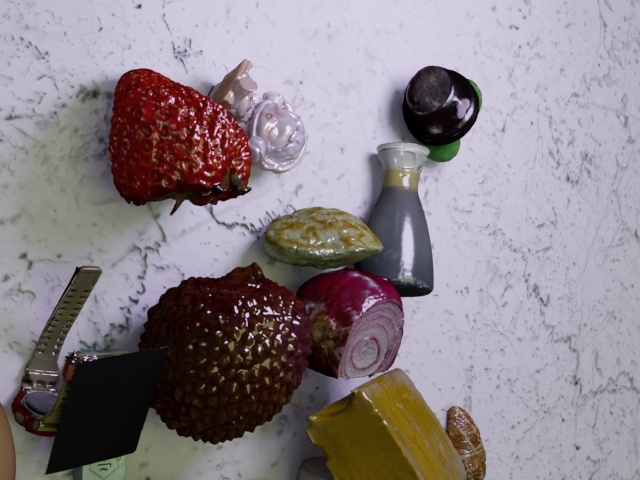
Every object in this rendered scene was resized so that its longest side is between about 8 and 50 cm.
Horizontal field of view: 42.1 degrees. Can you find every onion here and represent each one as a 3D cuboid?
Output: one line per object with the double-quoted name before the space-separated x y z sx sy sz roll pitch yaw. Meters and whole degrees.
"onion" 0.038 0.153 1.653 0.216 0.207 0.206 12 96 -58

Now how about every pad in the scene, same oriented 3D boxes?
"pad" -0.340 0.272 1.329 0.164 0.004 0.243 -4 127 -42

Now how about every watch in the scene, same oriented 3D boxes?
"watch" -0.406 0.187 1.330 0.102 0.165 0.268 14 118 -37

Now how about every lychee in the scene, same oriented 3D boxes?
"lychee" -0.162 0.195 1.467 0.306 0.306 0.330 6 99 -37

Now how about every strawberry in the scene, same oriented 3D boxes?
"strawberry" -0.247 -0.174 1.437 0.261 0.261 0.257 -3 96 -37

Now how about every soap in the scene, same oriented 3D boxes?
"soap" 0.141 0.418 1.639 0.293 0.156 0.335 56 15 13

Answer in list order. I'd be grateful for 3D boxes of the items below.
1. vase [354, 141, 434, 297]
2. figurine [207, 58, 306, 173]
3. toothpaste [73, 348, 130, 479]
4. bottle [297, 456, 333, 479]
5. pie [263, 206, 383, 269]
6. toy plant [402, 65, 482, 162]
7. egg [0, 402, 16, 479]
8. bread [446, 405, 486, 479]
"vase" 0.170 -0.045 1.806 0.173 0.173 0.320 15 75 -36
"figurine" -0.108 -0.227 1.603 0.237 0.141 0.162 45 54 -28
"toothpaste" -0.381 0.347 1.439 0.089 0.071 0.312 2 89 -33
"bottle" 0.012 0.573 1.690 0.148 0.148 0.236 9 92 -37
"pie" 0.000 0.000 1.667 0.248 0.201 0.089 -7 118 -31
"toy plant" 0.284 -0.298 1.897 0.235 0.176 0.217 39 72 -60
"egg" -0.580 0.301 1.141 0.301 0.301 0.373 -40 113 -30
"bread" 0.349 0.509 1.981 0.105 0.076 0.232 -16 97 -38
